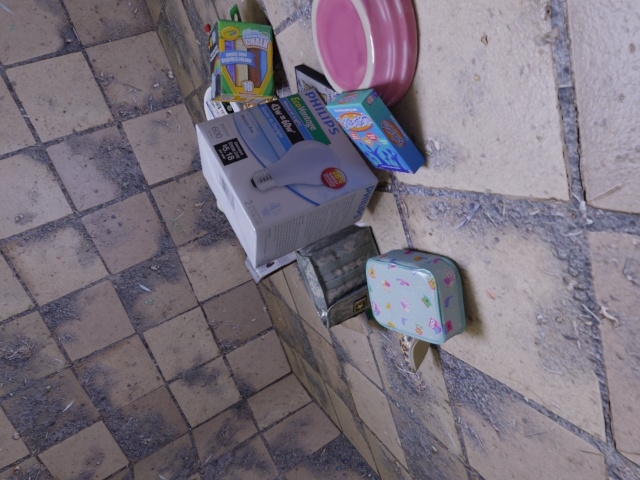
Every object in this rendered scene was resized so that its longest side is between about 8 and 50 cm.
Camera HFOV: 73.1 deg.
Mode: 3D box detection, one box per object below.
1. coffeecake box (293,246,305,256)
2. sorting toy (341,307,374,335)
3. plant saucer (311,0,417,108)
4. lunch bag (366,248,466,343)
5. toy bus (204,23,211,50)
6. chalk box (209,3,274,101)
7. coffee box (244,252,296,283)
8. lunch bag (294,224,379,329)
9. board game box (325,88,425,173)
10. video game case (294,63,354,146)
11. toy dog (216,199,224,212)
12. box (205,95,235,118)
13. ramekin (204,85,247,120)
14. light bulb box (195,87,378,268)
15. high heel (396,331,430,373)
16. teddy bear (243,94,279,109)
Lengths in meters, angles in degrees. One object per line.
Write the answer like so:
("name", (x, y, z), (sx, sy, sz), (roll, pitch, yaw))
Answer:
("coffeecake box", (0.000, 0.000, 1.534), (0.142, 0.185, 0.068), (17, 130, 65))
("sorting toy", (0.114, 0.208, 1.640), (0.257, 0.089, 0.255), (66, 161, -5))
("plant saucer", (0.075, -0.444, 0.946), (0.332, 0.084, 0.332), (52, 156, 34))
("lunch bag", (0.242, 0.145, 1.134), (0.279, 0.107, 0.224), (9, 116, 58))
("toy bus", (-0.377, -0.754, 1.721), (0.191, 0.104, 0.203), (59, -156, -80))
("chalk box", (-0.266, -0.617, 1.434), (0.180, 0.179, 0.289), (-157, 65, -64))
("coffee box", (-0.168, 0.057, 1.878), (0.119, 0.297, 0.168), (60, 160, 5))
("lunch bag", (0.079, 0.125, 1.402), (0.169, 0.235, 0.287), (19, 131, 67))
("board game box", (0.124, -0.245, 0.985), (0.210, 0.047, 0.160), (44, 172, -28))
("video game case", (0.013, -0.361, 1.285), (0.275, 0.035, 0.248), (46, 154, 43))
("toy dog", (-0.203, -0.194, 1.784), (0.408, 0.284, 0.396), (37, 107, 56))
("box", (-0.374, -0.481, 1.715), (0.114, 0.036, 0.207), (-13, 107, 55))
("ramekin", (-0.351, -0.523, 1.808), (0.277, 0.135, 0.277), (33, 140, 33))
("light bulb box", (-0.098, -0.177, 1.196), (0.358, 0.360, 0.225), (58, 158, 18))
("high heel", (0.246, 0.260, 1.328), (0.186, 0.093, 0.262), (22, 118, 55))
("teddy bear", (-0.240, -0.385, 1.580), (0.245, 0.338, 0.113), (16, 176, 33))
